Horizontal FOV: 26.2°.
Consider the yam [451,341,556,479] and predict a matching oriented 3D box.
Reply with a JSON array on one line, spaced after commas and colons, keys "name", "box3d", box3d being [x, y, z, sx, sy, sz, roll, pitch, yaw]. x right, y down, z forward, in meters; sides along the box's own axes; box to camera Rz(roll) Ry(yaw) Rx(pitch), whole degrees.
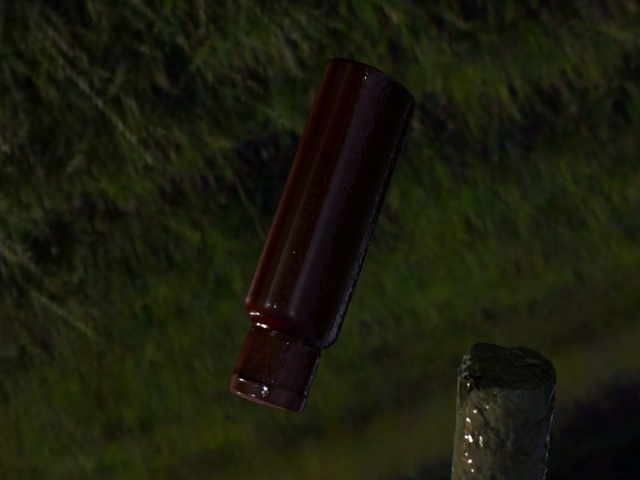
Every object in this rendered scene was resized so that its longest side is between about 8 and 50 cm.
[{"name": "yam", "box3d": [0.139, 0.167, 1.070, 0.078, 0.078, 0.179, -13, 122, -26]}]

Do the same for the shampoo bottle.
[{"name": "shampoo bottle", "box3d": [0.000, 0.000, 1.043, 0.064, 0.260, 0.102, 13, 170, 29]}]
